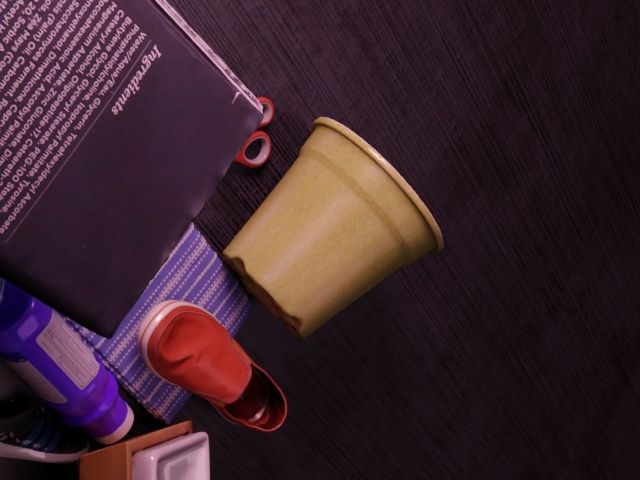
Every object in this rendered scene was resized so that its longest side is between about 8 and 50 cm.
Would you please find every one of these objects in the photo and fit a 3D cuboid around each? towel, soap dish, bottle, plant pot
[{"bbox_3d":[-0.243,0.091,1.788,0.243,0.040,0.336,-53,137,-19],"label":"towel"},{"bbox_3d":[-0.245,0.380,1.721,0.291,0.118,0.228,13,76,-79],"label":"soap dish"},{"bbox_3d":[-0.348,0.171,1.643,0.092,0.118,0.283,-51,134,-20],"label":"bottle"},{"bbox_3d":[0.000,0.000,1.856,0.254,0.276,0.276,-44,133,-9],"label":"plant pot"}]

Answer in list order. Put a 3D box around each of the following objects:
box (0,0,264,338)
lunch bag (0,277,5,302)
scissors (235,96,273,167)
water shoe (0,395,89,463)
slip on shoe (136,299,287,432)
[{"bbox_3d":[-0.398,-0.197,1.183,0.297,0.480,0.472,-58,136,-10],"label":"box"},{"bbox_3d":[-0.522,0.126,1.455,0.243,0.115,0.303,15,94,-45],"label":"lunch bag"},{"bbox_3d":[-0.166,-0.120,1.766,0.297,0.021,0.109,-31,130,-42],"label":"scissors"},{"bbox_3d":[-0.390,0.254,1.667,0.203,0.073,0.080,15,92,-48],"label":"water shoe"},{"bbox_3d":[-0.153,0.191,1.823,0.123,0.101,0.331,-56,137,-14],"label":"slip on shoe"}]
